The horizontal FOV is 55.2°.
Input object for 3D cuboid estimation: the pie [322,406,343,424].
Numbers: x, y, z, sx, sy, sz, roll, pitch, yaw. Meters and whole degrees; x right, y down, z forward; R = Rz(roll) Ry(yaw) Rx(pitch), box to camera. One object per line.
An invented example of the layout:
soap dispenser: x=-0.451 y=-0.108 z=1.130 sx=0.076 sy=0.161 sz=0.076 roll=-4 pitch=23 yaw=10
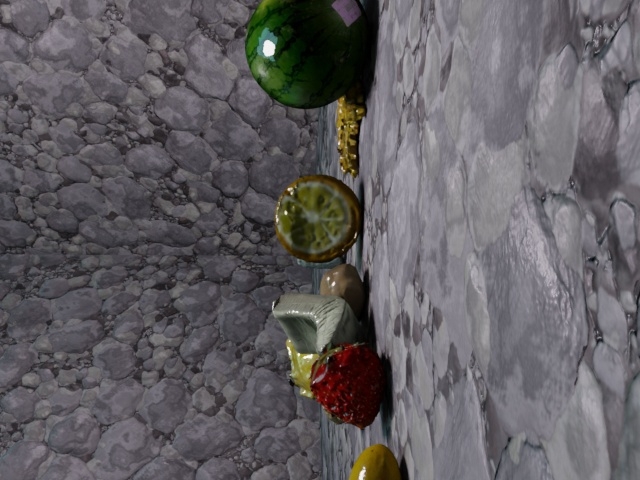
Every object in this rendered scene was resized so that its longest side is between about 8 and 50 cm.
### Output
pie: x=0.057 y=0.413 z=1.730 sx=0.179 sy=0.084 sz=0.206 roll=28 pitch=-120 yaw=-71

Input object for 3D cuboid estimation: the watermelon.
watermelon: x=-0.037 y=-0.519 z=1.633 sx=0.363 sy=0.362 sz=0.364 roll=180 pitch=90 yaw=-86

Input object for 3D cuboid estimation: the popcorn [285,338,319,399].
popcorn: x=-0.002 y=0.372 z=1.960 sx=0.252 sy=0.215 sz=0.287 roll=106 pitch=161 yaw=-53

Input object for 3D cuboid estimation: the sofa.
sofa: x=-0.014 y=0.262 z=1.590 sx=0.176 sy=0.225 sz=0.210 roll=-63 pitch=-37 yaw=-36

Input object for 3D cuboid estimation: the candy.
candy: x=-0.006 y=-0.063 z=1.745 sx=0.118 sy=0.259 sz=0.260 roll=-95 pitch=6 yaw=-80

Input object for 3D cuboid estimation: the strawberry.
strawberry: x=0.069 y=0.321 z=1.364 sx=0.184 sy=0.186 sz=0.202 roll=-23 pitch=-92 yaw=-52

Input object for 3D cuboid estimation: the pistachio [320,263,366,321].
pistachio: x=0.066 y=0.158 z=1.677 sx=0.136 sy=0.135 sz=0.226 roll=-94 pitch=-4 yaw=-45

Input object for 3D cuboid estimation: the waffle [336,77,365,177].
waffle: x=0.082 y=-0.356 z=1.828 sx=0.260 sy=0.068 sz=0.293 roll=-95 pitch=8 yaw=-46

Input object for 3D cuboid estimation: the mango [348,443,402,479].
mango: x=0.098 y=0.515 z=1.128 sx=0.167 sy=0.129 sz=0.262 roll=107 pitch=168 yaw=-57

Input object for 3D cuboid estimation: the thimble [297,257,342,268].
thimble: x=0.000 y=0.000 z=2.204 sx=0.250 sy=0.171 sz=0.205 roll=-99 pitch=12 yaw=-75
